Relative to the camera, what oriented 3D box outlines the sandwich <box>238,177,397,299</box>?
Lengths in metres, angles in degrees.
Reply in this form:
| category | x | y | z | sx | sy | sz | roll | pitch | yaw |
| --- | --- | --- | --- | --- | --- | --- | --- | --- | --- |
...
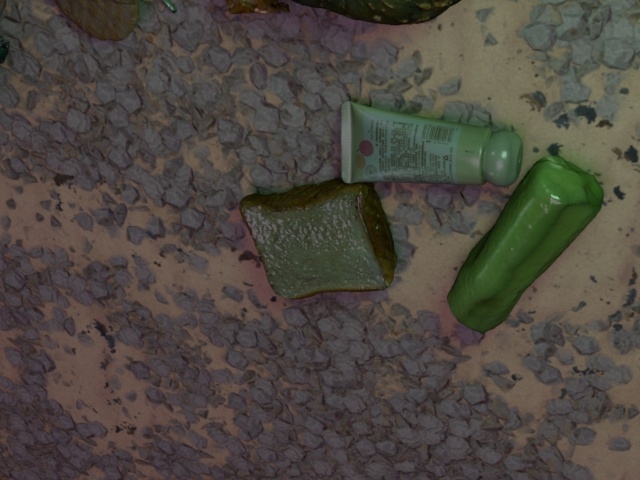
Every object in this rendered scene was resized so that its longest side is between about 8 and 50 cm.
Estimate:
| category | x | y | z | sx | sy | sz | roll | pitch | yaw |
| --- | --- | --- | --- | --- | --- | --- | --- | --- | --- |
| sandwich | 0.000 | 0.000 | 1.826 | 0.251 | 0.087 | 0.226 | -7 | 120 | 26 |

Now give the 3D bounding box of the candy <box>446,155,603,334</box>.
| category | x | y | z | sx | sy | sz | roll | pitch | yaw |
| --- | --- | --- | --- | --- | --- | --- | --- | --- | --- |
| candy | 0.335 | 0.014 | 1.672 | 0.132 | 0.142 | 0.343 | 21 | 130 | -10 |

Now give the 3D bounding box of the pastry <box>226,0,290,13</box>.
| category | x | y | z | sx | sy | sz | roll | pitch | yaw |
| --- | --- | --- | --- | --- | --- | --- | --- | --- | --- |
| pastry | -0.111 | -0.455 | 1.527 | 0.154 | 0.102 | 0.250 | 10 | 124 | 51 |

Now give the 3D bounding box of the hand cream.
| category | x | y | z | sx | sy | sz | roll | pitch | yaw |
| --- | --- | --- | --- | --- | --- | --- | --- | --- | --- |
| hand cream | 0.177 | -0.146 | 1.653 | 0.306 | 0.093 | 0.147 | 8 | 116 | 18 |

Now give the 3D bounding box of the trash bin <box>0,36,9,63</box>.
| category | x | y | z | sx | sy | sz | roll | pitch | yaw |
| --- | --- | --- | --- | --- | --- | --- | --- | --- | --- |
| trash bin | -0.738 | -0.304 | 1.720 | 0.295 | 0.381 | 0.259 | -22 | 114 | 31 |

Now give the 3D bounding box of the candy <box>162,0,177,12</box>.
| category | x | y | z | sx | sy | sz | roll | pitch | yaw |
| --- | --- | --- | --- | --- | --- | --- | --- | --- | --- |
| candy | -0.309 | -0.457 | 1.663 | 0.061 | 0.061 | 0.202 | -25 | 119 | 33 |

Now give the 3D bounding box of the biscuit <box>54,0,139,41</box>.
| category | x | y | z | sx | sy | sz | roll | pitch | yaw |
| --- | --- | --- | --- | --- | --- | --- | --- | --- | --- |
| biscuit | -0.396 | -0.430 | 1.690 | 0.220 | 0.033 | 0.220 | 24 | 144 | 19 |

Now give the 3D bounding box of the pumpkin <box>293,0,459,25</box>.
| category | x | y | z | sx | sy | sz | roll | pitch | yaw |
| --- | --- | --- | --- | --- | --- | --- | --- | --- | --- |
| pumpkin | 0.080 | -0.435 | 1.388 | 0.327 | 0.257 | 0.291 | 24 | 142 | 4 |
